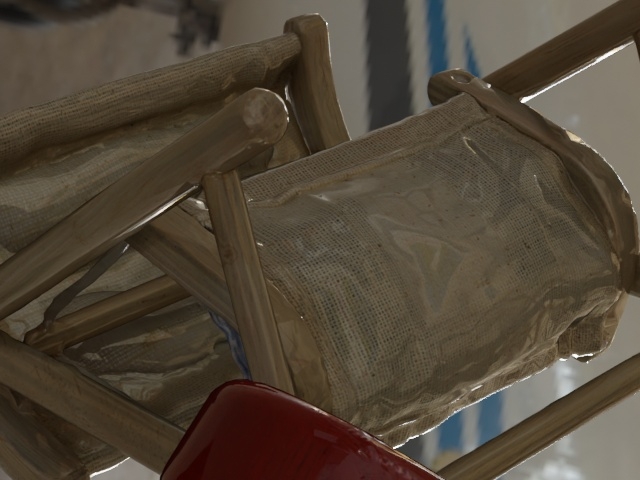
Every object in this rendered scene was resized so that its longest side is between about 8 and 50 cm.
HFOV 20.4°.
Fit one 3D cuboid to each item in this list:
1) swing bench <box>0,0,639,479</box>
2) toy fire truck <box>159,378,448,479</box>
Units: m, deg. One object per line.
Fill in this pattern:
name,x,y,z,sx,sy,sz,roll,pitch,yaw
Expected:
swing bench,0.000,0.000,0.718,0.253,0.254,0.165,-23,104,-40
toy fire truck,0.058,0.175,0.413,0.254,0.302,0.169,41,74,-33
